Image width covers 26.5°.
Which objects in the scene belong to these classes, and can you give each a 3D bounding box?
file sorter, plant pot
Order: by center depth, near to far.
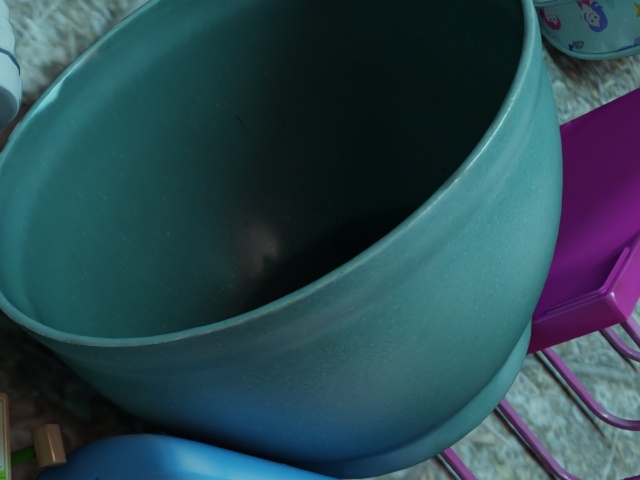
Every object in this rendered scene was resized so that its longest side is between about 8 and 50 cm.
[{"bbox_3d":[0.000,0.000,0.707,0.196,0.293,0.293,59,40,-39],"label":"plant pot"},{"bbox_3d":[0.208,0.043,0.887,0.182,0.202,0.291,51,47,-12],"label":"file sorter"}]

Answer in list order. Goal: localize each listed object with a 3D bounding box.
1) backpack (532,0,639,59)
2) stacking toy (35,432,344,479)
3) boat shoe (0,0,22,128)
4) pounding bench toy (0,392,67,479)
[{"bbox_3d":[0.223,-0.268,1.034,0.191,0.225,0.254,-34,102,-40],"label":"backpack"},{"bbox_3d":[-0.057,0.252,0.616,0.165,0.175,0.302,21,68,-32],"label":"stacking toy"},{"bbox_3d":[-0.266,-0.120,0.659,0.258,0.095,0.084,18,55,-44],"label":"boat shoe"},{"bbox_3d":[-0.169,0.105,0.636,0.083,0.065,0.052,8,63,-37],"label":"pounding bench toy"}]
